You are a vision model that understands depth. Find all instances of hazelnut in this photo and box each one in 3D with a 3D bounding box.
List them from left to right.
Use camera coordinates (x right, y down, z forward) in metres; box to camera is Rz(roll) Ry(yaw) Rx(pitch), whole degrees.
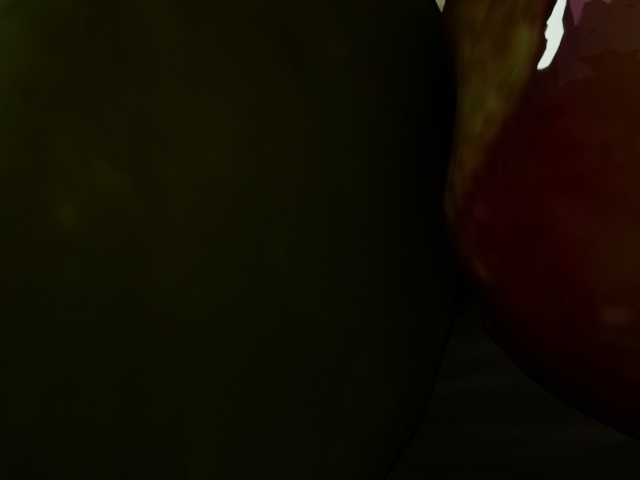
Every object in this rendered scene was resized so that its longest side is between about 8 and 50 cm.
[{"bbox_3d":[0.117,-0.035,0.509,0.178,0.178,0.204,-33,-7,12],"label":"hazelnut"}]

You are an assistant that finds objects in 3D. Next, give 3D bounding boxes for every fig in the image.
[{"bbox_3d":[-0.108,0.023,0.588,0.316,0.316,0.316,-31,24,15],"label":"fig"}]

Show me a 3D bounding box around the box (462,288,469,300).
[{"bbox_3d":[0.001,0.000,0.763,0.279,0.041,0.153,-32,25,13],"label":"box"}]
